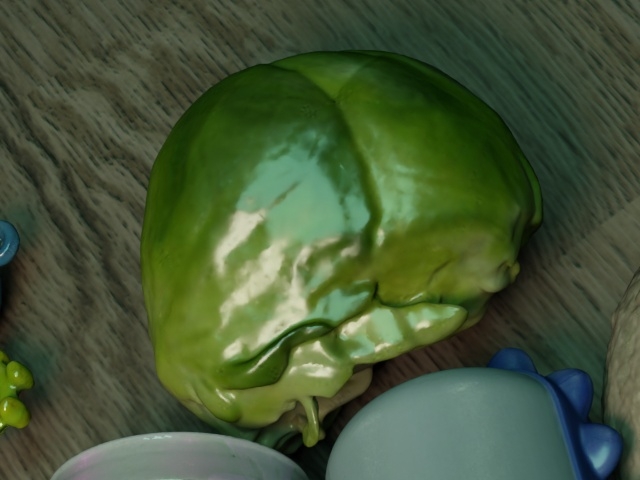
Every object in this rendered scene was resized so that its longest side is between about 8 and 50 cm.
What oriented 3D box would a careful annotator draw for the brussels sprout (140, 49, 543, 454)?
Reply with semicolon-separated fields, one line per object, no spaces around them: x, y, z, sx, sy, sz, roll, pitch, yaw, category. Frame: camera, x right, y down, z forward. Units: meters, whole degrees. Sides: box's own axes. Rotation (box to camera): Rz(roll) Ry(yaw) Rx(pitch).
0.000;0.000;1.732;0.315;0.276;0.371;41;88;13;brussels sprout

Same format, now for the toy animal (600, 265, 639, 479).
0.346;0.100;1.624;0.226;0.188;0.358;-5;61;48;toy animal

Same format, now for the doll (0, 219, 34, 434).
-0.411;0.105;1.896;0.341;0.099;0.346;-41;58;8;doll

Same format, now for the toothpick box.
0.139;0.252;1.573;0.263;0.263;0.354;-17;49;7;toothpick box

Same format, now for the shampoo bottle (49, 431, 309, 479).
-0.115;0.313;1.612;0.273;0.273;0.266;-9;54;11;shampoo bottle
